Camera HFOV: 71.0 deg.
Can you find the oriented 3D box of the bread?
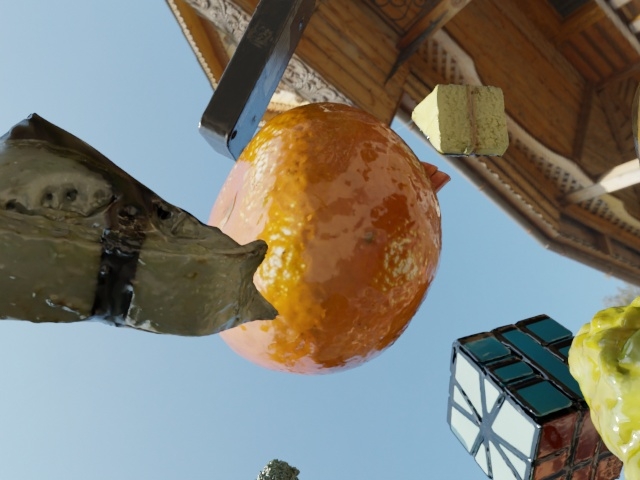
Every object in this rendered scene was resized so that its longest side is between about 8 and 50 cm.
[{"bbox_3d":[0.466,-0.369,1.513,0.264,0.198,0.235,-2,-105,-16],"label":"bread"}]

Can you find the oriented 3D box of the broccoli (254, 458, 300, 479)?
[{"bbox_3d":[-0.117,0.656,1.153,0.118,0.203,0.122,12,-151,8],"label":"broccoli"}]

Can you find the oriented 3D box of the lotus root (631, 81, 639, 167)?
[{"bbox_3d":[0.504,-0.131,0.483,0.316,0.316,0.249,36,-132,-16],"label":"lotus root"}]

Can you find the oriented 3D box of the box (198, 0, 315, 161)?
[{"bbox_3d":[-0.096,-0.311,0.777,0.058,0.211,0.349,25,-90,-4],"label":"box"}]

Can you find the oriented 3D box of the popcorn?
[{"bbox_3d":[0.406,0.153,0.443,0.235,0.250,0.241,37,-148,-39],"label":"popcorn"}]

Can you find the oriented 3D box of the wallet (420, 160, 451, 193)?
[{"bbox_3d":[0.336,-0.202,1.479,0.142,0.045,0.204,28,-143,20],"label":"wallet"}]

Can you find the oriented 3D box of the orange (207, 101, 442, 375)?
[{"bbox_3d":[0.000,0.000,0.717,0.327,0.424,0.423,21,-114,-24],"label":"orange"}]

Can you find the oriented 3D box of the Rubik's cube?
[{"bbox_3d":[0.483,0.374,1.011,0.284,0.288,0.293,-9,-64,-16],"label":"Rubik's cube"}]

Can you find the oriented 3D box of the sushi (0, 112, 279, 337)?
[{"bbox_3d":[-0.155,0.023,0.344,0.273,0.109,0.134,29,-82,-12],"label":"sushi"}]
